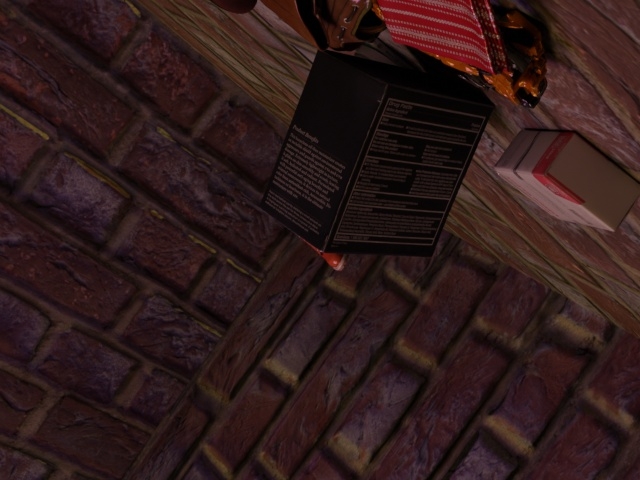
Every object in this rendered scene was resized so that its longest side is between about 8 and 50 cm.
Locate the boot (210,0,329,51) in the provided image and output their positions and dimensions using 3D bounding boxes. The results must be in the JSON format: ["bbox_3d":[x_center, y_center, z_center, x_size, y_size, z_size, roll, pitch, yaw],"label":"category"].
[{"bbox_3d":[-0.077,-0.382,1.763,0.280,0.096,0.264,41,162,26],"label":"boot"}]

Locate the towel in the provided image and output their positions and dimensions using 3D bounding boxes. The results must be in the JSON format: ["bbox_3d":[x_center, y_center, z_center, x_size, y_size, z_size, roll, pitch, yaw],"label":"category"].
[{"bbox_3d":[0.108,-0.315,1.328,0.199,0.031,0.275,28,156,43],"label":"towel"}]

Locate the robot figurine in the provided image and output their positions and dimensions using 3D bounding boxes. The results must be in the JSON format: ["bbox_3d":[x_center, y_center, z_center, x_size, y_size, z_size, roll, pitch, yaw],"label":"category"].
[{"bbox_3d":[0.178,-0.279,1.493,0.291,0.085,0.211,35,179,20],"label":"robot figurine"}]

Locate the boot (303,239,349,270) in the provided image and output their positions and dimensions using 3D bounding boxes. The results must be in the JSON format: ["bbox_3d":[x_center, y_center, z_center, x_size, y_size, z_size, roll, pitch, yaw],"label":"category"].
[{"bbox_3d":[0.000,0.000,1.982,0.085,0.059,0.158,19,-163,-24],"label":"boot"}]

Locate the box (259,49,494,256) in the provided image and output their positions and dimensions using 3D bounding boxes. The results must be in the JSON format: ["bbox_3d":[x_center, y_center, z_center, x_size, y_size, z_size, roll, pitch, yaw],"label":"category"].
[{"bbox_3d":[0.097,-0.143,1.939,0.296,0.294,0.183,4,-155,-47],"label":"box"}]

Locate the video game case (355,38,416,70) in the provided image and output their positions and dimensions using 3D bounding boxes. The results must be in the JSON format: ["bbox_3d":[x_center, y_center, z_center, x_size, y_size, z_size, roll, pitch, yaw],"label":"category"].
[{"bbox_3d":[0.106,-0.345,2.132,0.143,0.019,0.157,36,179,-18],"label":"video game case"}]

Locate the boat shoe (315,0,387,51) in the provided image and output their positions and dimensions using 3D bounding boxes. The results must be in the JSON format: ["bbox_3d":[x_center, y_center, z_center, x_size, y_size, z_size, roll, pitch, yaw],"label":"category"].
[{"bbox_3d":[0.052,-0.342,1.748,0.104,0.110,0.307,36,178,10],"label":"boat shoe"}]

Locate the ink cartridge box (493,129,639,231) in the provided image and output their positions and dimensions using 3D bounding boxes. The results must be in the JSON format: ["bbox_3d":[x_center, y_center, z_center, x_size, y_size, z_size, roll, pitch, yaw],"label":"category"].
[{"bbox_3d":[0.401,-0.101,1.881,0.158,0.092,0.218,36,176,-14],"label":"ink cartridge box"}]

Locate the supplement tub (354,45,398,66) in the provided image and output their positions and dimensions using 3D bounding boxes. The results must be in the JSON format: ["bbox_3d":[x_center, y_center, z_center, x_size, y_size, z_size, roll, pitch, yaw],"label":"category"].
[{"bbox_3d":[0.064,-0.240,2.099,0.144,0.199,0.144,37,178,1],"label":"supplement tub"}]
